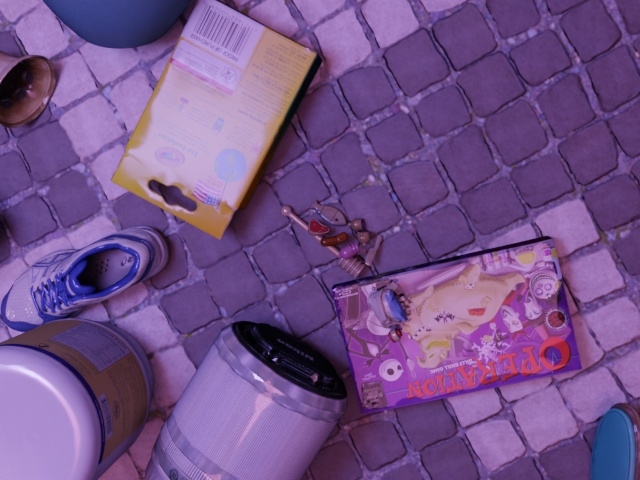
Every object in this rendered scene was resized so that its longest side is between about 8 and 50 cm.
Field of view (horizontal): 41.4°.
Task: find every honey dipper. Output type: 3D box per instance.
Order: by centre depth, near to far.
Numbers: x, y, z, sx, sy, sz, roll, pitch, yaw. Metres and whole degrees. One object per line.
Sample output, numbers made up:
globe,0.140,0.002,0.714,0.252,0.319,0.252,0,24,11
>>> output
honey dipper,0.000,0.000,1.326,0.160,0.030,0.030,38,97,5

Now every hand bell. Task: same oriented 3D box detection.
hand bell,-0.551,-0.289,1.335,0.242,0.126,0.126,32,97,15

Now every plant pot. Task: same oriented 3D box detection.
plant pot,-0.294,-0.396,1.224,0.290,0.290,0.195,9,131,5

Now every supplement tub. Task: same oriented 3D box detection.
supplement tub,-0.387,0.244,1.229,0.241,0.331,0.241,0,94,5

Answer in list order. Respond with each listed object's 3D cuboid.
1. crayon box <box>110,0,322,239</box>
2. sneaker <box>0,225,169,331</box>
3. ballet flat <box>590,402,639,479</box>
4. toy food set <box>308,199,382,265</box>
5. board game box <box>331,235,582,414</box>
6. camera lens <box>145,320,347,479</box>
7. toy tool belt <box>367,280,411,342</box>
crayon box,-0.160,-0.187,1.300,0.202,0.081,0.319,29,96,3
sneaker,-0.386,0.059,1.317,0.296,0.131,0.112,-27,93,8
ballet flat,0.473,0.410,1.278,0.124,0.116,0.343,4,95,-15
toy food set,0.033,-0.011,1.308,0.122,0.019,0.078,24,67,1
board game box,0.207,0.132,1.307,0.346,0.056,0.208,-14,97,6
camera lens,-0.107,0.275,1.260,0.219,0.219,0.274,32,96,2
toy tool belt,0.111,0.107,1.266,0.051,0.052,0.083,-30,92,15
